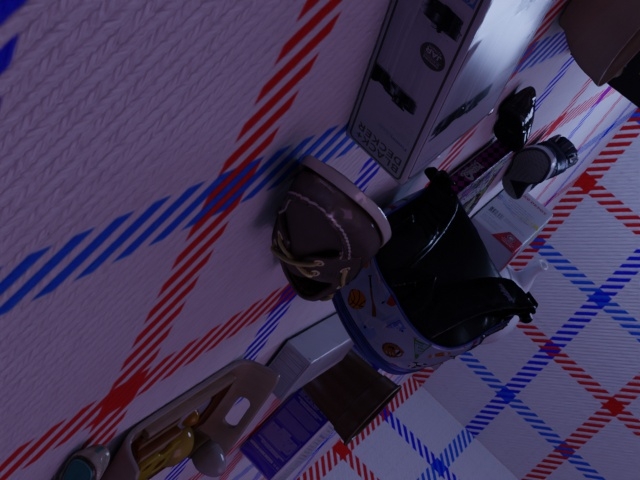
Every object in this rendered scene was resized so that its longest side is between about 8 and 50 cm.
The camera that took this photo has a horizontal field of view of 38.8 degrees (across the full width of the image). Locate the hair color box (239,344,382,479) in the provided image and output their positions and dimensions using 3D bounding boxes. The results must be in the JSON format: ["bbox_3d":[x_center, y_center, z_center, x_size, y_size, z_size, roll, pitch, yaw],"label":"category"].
[{"bbox_3d":[-0.013,0.380,2.018,0.339,0.110,0.185,-43,165,-7],"label":"hair color box"}]

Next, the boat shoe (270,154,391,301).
[{"bbox_3d":[0.000,0.000,0.983,0.097,0.116,0.324,-48,172,-8],"label":"boat shoe"}]

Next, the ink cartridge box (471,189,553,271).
[{"bbox_3d":[0.434,-0.026,2.154,0.176,0.128,0.127,-37,164,-32],"label":"ink cartridge box"}]

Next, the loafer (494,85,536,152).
[{"bbox_3d":[0.332,-0.198,1.519,0.061,0.062,0.170,-49,168,-9],"label":"loafer"}]

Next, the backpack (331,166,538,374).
[{"bbox_3d":[0.133,0.063,1.308,0.213,0.276,0.263,-40,169,33],"label":"backpack"}]

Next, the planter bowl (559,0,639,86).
[{"bbox_3d":[0.419,-0.320,1.326,0.162,0.109,0.162,-43,165,-14],"label":"planter bowl"}]

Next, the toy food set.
[{"bbox_3d":[-0.200,0.311,1.297,0.306,0.092,0.220,-29,158,-52],"label":"toy food set"}]

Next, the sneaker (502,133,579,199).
[{"bbox_3d":[0.490,-0.180,1.943,0.163,0.086,0.226,-32,173,-13],"label":"sneaker"}]

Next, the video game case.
[{"bbox_3d":[0.231,-0.063,1.629,0.232,0.042,0.210,-37,164,-36],"label":"video game case"}]

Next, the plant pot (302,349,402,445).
[{"bbox_3d":[0.050,0.302,1.860,0.167,0.165,0.167,-43,165,-15],"label":"plant pot"}]

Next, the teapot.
[{"bbox_3d":[0.384,0.122,2.243,0.256,0.252,0.187,-52,159,-26],"label":"teapot"}]

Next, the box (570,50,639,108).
[{"bbox_3d":[0.550,-0.292,1.457,0.060,0.270,0.216,-44,166,-16],"label":"box"}]

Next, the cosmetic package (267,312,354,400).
[{"bbox_3d":[-0.007,0.193,1.606,0.099,0.060,0.239,-51,166,26],"label":"cosmetic package"}]

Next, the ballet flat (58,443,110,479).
[{"bbox_3d":[-0.299,0.309,1.085,0.168,0.057,0.052,-52,175,21],"label":"ballet flat"}]

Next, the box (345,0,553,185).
[{"bbox_3d":[0.136,-0.199,0.875,0.169,0.087,0.290,-39,164,-27],"label":"box"}]

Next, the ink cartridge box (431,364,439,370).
[{"bbox_3d":[0.190,0.155,1.810,0.082,0.190,0.139,-44,166,-17],"label":"ink cartridge box"}]
